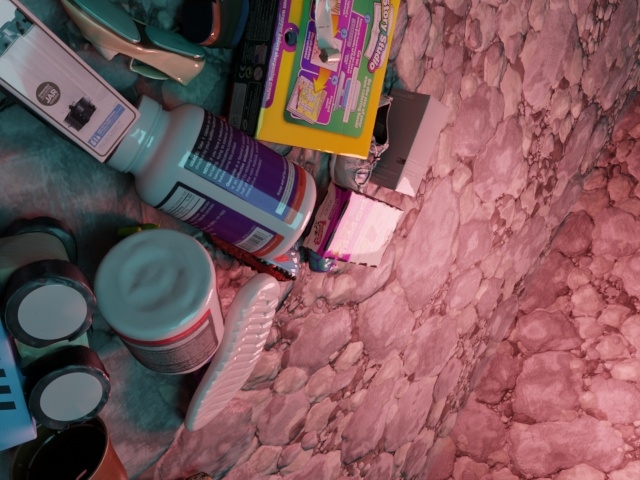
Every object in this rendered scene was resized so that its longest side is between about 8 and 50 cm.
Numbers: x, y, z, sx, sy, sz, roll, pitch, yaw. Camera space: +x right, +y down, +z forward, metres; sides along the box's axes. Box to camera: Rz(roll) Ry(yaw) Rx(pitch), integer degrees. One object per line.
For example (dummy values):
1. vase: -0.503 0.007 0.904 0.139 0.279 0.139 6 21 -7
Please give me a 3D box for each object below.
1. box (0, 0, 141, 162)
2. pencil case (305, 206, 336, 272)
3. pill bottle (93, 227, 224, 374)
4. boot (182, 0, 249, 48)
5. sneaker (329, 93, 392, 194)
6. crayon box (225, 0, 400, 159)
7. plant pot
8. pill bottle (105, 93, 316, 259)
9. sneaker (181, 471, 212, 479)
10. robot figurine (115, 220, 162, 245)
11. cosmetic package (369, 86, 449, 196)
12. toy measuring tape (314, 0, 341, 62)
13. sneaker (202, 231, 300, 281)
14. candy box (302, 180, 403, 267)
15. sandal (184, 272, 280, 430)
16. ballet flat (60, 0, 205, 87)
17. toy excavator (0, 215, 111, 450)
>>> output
1. box: -0.386 -0.233 0.656 0.087 0.169 0.290 -55 138 -9
2. pencil case: 0.000 0.000 1.257 0.070 0.064 0.152 -11 122 -14
3. pill bottle: -0.256 0.127 0.905 0.176 0.176 0.318 -41 163 -23
4. boot: -0.169 -0.426 0.873 0.106 0.082 0.219 -15 116 -68
5. sneaker: 0.097 -0.208 1.209 0.105 0.115 0.281 -17 122 -40
6. crayon box: -0.004 -0.359 1.022 0.313 0.106 0.363 0 106 -47
7. plant pot: -0.441 0.422 0.962 0.167 0.167 0.165 -36 141 -28
8. pill bottle: -0.178 -0.106 0.892 0.323 0.181 0.182 29 89 -28
9. sneaker: -0.401 0.579 1.104 0.410 0.158 0.182 -19 105 -45
10. robot figurine: -0.317 0.017 0.935 0.115 0.067 0.101 -44 141 -21
11. cosmetic package: 0.203 -0.240 1.297 0.107 0.127 0.238 7 103 -48
12. toy measuring tape: 0.034 -0.462 0.854 0.121 0.121 0.330 -20 114 -39
13. sneaker: -0.139 -0.015 1.105 0.262 0.104 0.125 41 52 -43
14. candy box: 0.080 -0.030 1.217 0.233 0.071 0.159 14 103 -52
15. sandal: -0.203 0.231 1.146 0.169 0.102 0.416 -10 131 -59
16. ballet flat: -0.286 -0.296 0.800 0.248 0.086 0.086 12 101 -50
17. toy excavator: -0.540 0.211 0.736 0.445 0.222 0.433 -12 120 -26
